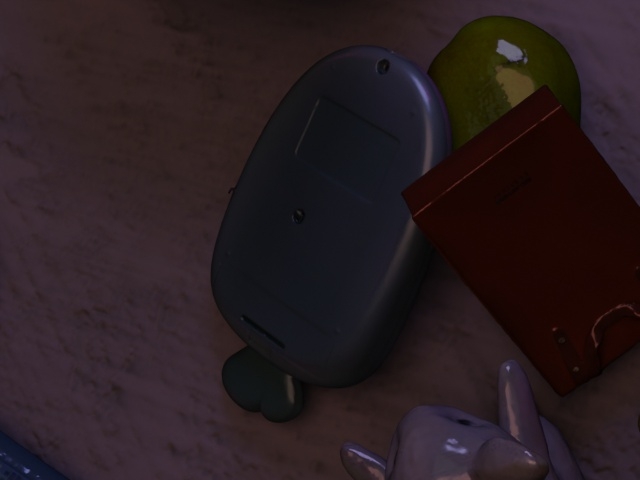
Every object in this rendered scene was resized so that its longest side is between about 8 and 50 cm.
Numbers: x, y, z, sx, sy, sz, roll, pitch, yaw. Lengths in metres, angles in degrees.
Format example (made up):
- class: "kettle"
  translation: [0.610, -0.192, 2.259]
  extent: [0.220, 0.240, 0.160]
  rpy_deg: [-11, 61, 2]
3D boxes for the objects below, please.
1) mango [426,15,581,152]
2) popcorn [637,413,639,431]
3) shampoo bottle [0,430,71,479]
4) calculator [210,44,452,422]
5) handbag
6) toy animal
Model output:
- class: "mango"
  translation: [0.129, -0.083, 1.147]
  extent: [0.117, 0.089, 0.163]
  rpy_deg: [3, 84, 19]
- class: "popcorn"
  translation: [0.302, 0.090, 1.009]
  extent: [0.198, 0.212, 0.198]
  rpy_deg: [0, 46, 0]
- class: "shampoo bottle"
  translation: [-0.282, 0.191, 1.251]
  extent: [0.258, 0.061, 0.104]
  rpy_deg: [33, 86, 15]
- class: "calculator"
  translation: [0.000, 0.000, 1.167]
  extent: [0.185, 0.041, 0.298]
  rpy_deg: [35, 108, 36]
- class: "handbag"
  translation: [0.162, 0.005, 1.089]
  extent: [0.127, 0.063, 0.190]
  rpy_deg: [-37, 114, 8]
- class: "toy animal"
  translation: [0.094, 0.154, 1.039]
  extent: [0.140, 0.282, 0.138]
  rpy_deg: [-36, 58, 8]
